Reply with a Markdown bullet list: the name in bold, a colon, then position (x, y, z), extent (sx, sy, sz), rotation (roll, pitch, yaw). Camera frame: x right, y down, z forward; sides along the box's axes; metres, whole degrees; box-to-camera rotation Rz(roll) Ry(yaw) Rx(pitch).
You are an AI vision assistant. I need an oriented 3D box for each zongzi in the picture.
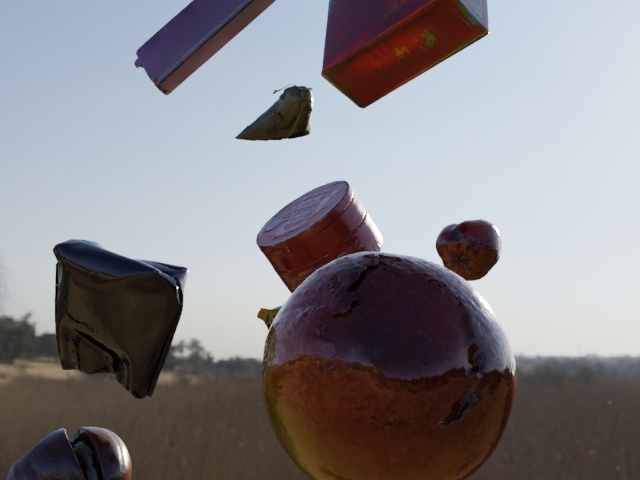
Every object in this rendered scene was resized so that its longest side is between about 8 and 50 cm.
- **zongzi**: position (-0.071, -0.190, 1.274), extent (0.119, 0.055, 0.109), rotation (-11, -23, -11)

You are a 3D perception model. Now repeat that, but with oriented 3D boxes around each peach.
- **peach**: position (0.057, 0.122, 0.748), extent (0.231, 0.231, 0.231), rotation (1, -9, 0)

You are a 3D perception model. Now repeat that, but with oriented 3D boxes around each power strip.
- **power strip**: position (-0.196, -0.366, 1.424), extent (0.279, 0.109, 0.037), rotation (-39, -35, 10)

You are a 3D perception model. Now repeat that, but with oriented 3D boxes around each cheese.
- **cheese**: position (-0.013, 0.194, 1.763), extent (0.250, 0.064, 0.156), rotation (19, -30, -7)

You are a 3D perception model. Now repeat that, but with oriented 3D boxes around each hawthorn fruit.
- **hawthorn fruit**: position (0.200, 0.008, 1.115), extent (0.093, 0.093, 0.093), rotation (1, -9, 0)

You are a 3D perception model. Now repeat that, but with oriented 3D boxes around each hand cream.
- **hand cream**: position (0.000, 0.000, 1.657), extent (0.230, 0.149, 0.230), rotation (-30, 17, 10)

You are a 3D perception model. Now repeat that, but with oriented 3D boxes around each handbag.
- **handbag**: position (-0.428, 0.164, 1.752), extent (0.342, 0.287, 0.152), rotation (14, 6, 32)

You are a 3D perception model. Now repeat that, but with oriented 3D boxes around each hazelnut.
- **hazelnut**: position (-0.498, 0.489, 1.665), extent (0.252, 0.217, 0.217), rotation (-17, 0, -27)

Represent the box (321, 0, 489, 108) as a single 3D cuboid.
- **box**: position (0.108, -0.345, 1.084), extent (0.197, 0.313, 0.089), rotation (-27, -48, 36)
